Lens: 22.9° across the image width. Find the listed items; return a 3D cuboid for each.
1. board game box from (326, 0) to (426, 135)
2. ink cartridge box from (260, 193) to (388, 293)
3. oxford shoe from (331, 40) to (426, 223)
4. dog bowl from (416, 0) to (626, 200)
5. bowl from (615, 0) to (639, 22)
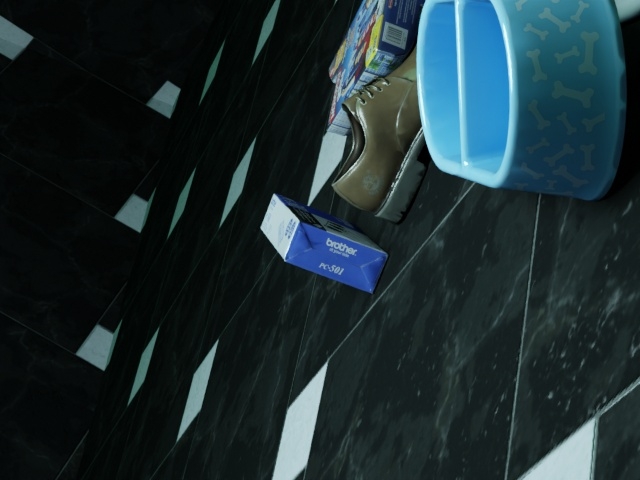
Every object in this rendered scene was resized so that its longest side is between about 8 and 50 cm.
[{"bbox_3d":[0.063,-0.213,1.817,0.194,0.060,0.194,123,164,-49],"label":"board game box"},{"bbox_3d":[0.000,0.000,1.638,0.207,0.097,0.046,-136,67,-77],"label":"ink cartridge box"},{"bbox_3d":[0.075,-0.138,1.544,0.083,0.096,0.227,-163,95,-80],"label":"oxford shoe"},{"bbox_3d":[0.133,-0.114,1.131,0.297,0.074,0.166,-145,51,-77],"label":"dog bowl"},{"bbox_3d":[0.212,-0.317,1.133,0.298,0.134,0.298,-159,90,-78],"label":"bowl"}]
